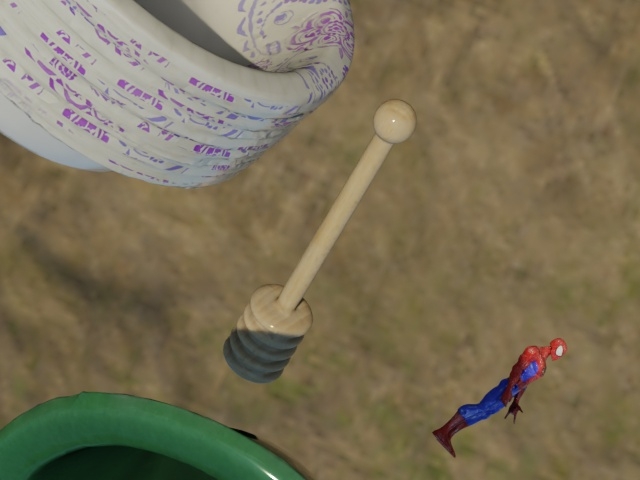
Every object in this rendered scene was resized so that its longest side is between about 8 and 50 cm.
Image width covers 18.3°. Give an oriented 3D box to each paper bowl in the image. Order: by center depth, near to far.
[{"bbox_3d":[-0.128,-0.154,1.140,0.284,0.284,0.148,34,124,-30],"label":"paper bowl"}]

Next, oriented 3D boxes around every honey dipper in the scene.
[{"bbox_3d":[0.000,0.000,0.848,0.030,0.030,0.161,25,129,-5],"label":"honey dipper"}]

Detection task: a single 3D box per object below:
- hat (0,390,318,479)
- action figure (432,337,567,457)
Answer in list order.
[{"bbox_3d":[-0.017,0.090,0.742,0.173,0.183,0.208,38,132,2],"label":"hat"},{"bbox_3d":[0.132,0.110,1.423,0.030,0.115,0.038,45,176,26],"label":"action figure"}]
